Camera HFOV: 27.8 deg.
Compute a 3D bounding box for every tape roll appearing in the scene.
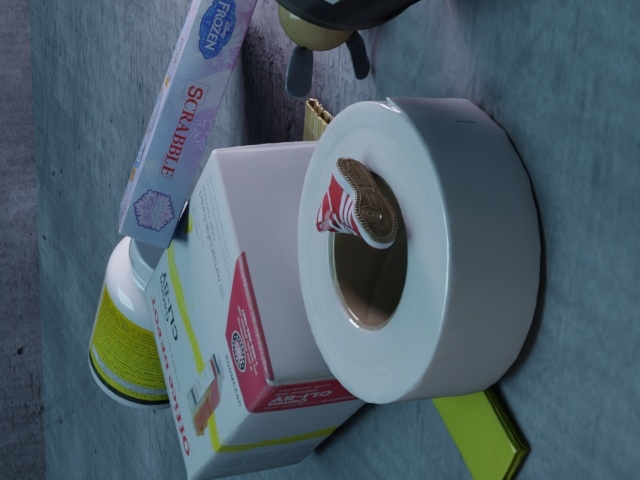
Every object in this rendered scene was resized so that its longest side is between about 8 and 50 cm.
[{"bbox_3d":[0.084,0.008,1.216,0.286,0.100,0.286,6,97,63],"label":"tape roll"}]

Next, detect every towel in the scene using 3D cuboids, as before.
[{"bbox_3d":[0.135,0.140,1.275,0.102,0.021,0.237,103,150,-45],"label":"towel"}]

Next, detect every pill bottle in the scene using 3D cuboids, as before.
[{"bbox_3d":[-0.233,0.096,1.910,0.334,0.188,0.188,114,142,-51],"label":"pill bottle"}]

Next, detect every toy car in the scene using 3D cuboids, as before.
[{"bbox_3d":[-0.010,-0.252,1.364,0.149,0.155,0.188,13,120,66],"label":"toy car"}]

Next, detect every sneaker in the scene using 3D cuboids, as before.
[{"bbox_3d":[0.032,-0.015,1.161,0.118,0.042,0.067,-113,37,-47],"label":"sneaker"}]

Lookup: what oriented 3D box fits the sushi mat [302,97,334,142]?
[{"bbox_3d":[0.000,0.000,1.550,0.151,0.019,0.317,-130,39,-51],"label":"sushi mat"}]

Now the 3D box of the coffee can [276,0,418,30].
[{"bbox_3d":[0.069,-0.304,1.073,0.275,0.201,0.202,169,95,-67],"label":"coffee can"}]

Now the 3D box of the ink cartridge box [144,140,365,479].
[{"bbox_3d":[-0.072,0.097,1.516,0.385,0.160,0.279,126,133,-59],"label":"ink cartridge box"}]

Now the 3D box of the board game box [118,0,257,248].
[{"bbox_3d":[-0.170,-0.164,1.607,0.318,0.066,0.318,-138,68,-79],"label":"board game box"}]
